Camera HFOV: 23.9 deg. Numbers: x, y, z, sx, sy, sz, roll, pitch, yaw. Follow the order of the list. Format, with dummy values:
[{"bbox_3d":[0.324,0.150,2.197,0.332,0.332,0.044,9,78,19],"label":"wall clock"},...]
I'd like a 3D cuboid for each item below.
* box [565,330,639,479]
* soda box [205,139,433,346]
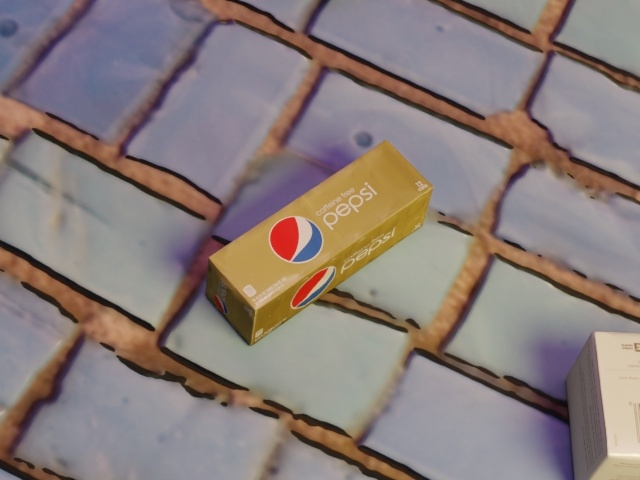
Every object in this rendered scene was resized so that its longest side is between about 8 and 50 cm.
[{"bbox_3d":[0.240,0.129,1.103,0.101,0.087,0.102,3,59,-6],"label":"box"},{"bbox_3d":[0.000,0.000,1.162,0.181,0.061,0.058,-35,69,-24],"label":"soda box"}]
